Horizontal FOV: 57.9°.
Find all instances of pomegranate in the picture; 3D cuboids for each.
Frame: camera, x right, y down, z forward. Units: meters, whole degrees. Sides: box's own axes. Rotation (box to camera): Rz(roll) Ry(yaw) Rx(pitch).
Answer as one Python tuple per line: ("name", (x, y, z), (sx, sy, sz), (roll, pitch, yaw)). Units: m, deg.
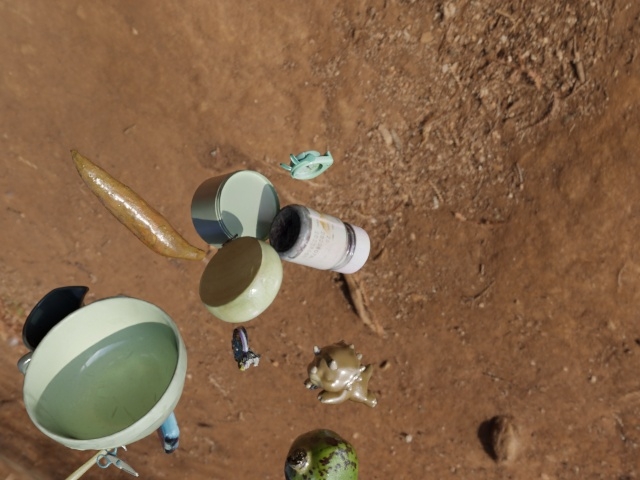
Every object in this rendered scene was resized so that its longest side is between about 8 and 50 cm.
("pomegranate", (-0.005, 0.740, 1.902), (0.255, 0.254, 0.270), (-5, 149, 35))

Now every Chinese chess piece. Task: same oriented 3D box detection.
("Chinese chess piece", (-0.202, 0.095, 1.479), (0.238, 0.237, 0.092), (-8, 144, 37))

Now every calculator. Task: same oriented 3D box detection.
("calculator", (-0.484, 0.563, 1.801), (0.172, 0.051, 0.293), (64, 155, 23))

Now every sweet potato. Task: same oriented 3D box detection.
("sweet potato", (-0.341, -0.047, 1.066), (0.072, 0.066, 0.314), (-23, 125, 36))

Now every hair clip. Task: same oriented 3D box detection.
("hair clip", (-0.231, 0.317, 1.732), (0.049, 0.172, 0.116), (4, 114, -29))

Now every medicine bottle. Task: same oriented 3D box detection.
("medicine bottle", (0.000, 0.000, 1.683), (0.274, 0.164, 0.165), (15, 155, -42))

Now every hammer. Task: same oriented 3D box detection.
("hammer", (-0.568, 0.553, 1.410), (0.013, 0.199, 0.062), (-12, 113, 57))

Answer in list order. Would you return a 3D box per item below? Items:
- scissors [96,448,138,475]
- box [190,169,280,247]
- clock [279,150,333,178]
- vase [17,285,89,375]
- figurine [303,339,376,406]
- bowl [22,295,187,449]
("scissors", (-0.445, 0.489, 1.279), (0.119, 0.058, 0.014), (17, 162, 28))
("box", (-0.249, -0.091, 1.727), (0.150, 0.226, 0.226), (-5, 128, 46))
("clock", (-0.039, -0.204, 1.546), (0.101, 0.135, 0.041), (-33, 71, 40))
("vase", (-0.609, 0.268, 1.459), (0.156, 0.251, 0.300), (38, 164, 32))
("figurine", (0.072, 0.395, 1.765), (0.247, 0.177, 0.172), (16, 104, -21))
("bowl", (-0.411, 0.281, 1.163), (0.308, 0.307, 0.163), (15, 143, 19))
